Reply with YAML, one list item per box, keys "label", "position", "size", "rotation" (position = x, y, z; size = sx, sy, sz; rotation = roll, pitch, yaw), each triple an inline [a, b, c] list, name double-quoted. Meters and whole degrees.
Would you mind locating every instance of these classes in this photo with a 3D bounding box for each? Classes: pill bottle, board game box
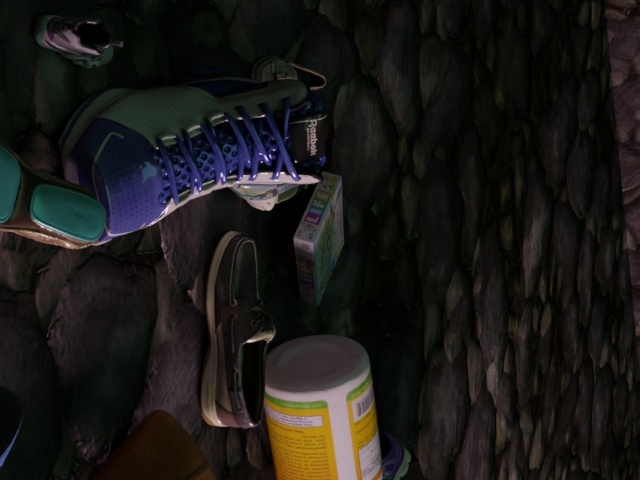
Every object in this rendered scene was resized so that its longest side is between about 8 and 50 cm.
- label: "pill bottle"
  position: [0.006, 0.254, 1.405]
  size: [0.136, 0.136, 0.245]
  rotation: [-42, 131, -52]
- label: "board game box"
  position: [0.000, 0.000, 1.416]
  size: [0.154, 0.026, 0.103]
  rotation: [86, 24, -57]

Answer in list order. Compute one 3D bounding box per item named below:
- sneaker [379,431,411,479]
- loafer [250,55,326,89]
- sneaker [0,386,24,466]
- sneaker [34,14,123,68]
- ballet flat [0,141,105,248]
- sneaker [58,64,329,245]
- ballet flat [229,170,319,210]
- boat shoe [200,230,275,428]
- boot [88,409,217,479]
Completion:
- label: "sneaker"
  position: [0.077, 0.356, 1.655]
  size: [0.071, 0.068, 0.170]
  rotation: [54, 38, -31]
- label: "loafer"
  position: [-0.037, -0.197, 1.348]
  size: [0.125, 0.039, 0.045]
  rotation: [-9, 104, -61]
- label: "sneaker"
  position: [-0.308, 0.208, 0.902]
  size: [0.209, 0.069, 0.082]
  rotation: [-67, -179, -45]
- label: "sneaker"
  position: [-0.201, -0.177, 1.012]
  size: [0.098, 0.069, 0.038]
  rotation: [5, 91, -62]
- label: "ballet flat"
  position: [-0.263, -0.038, 0.922]
  size: [0.206, 0.067, 0.073]
  rotation: [36, 62, -55]
- label: "sneaker"
  position: [-0.096, -0.102, 1.102]
  size: [0.315, 0.182, 0.127]
  rotation: [-39, 127, -54]
- label: "ballet flat"
  position: [-0.055, -0.068, 1.319]
  size: [0.188, 0.070, 0.070]
  rotation: [-25, 117, -55]
- label: "boat shoe"
  position: [-0.085, 0.103, 1.273]
  size: [0.080, 0.073, 0.223]
  rotation: [4, 92, -62]
- label: "boot"
  position: [-0.175, 0.339, 1.083]
  size: [0.264, 0.096, 0.280]
  rotation: [58, 35, -3]
